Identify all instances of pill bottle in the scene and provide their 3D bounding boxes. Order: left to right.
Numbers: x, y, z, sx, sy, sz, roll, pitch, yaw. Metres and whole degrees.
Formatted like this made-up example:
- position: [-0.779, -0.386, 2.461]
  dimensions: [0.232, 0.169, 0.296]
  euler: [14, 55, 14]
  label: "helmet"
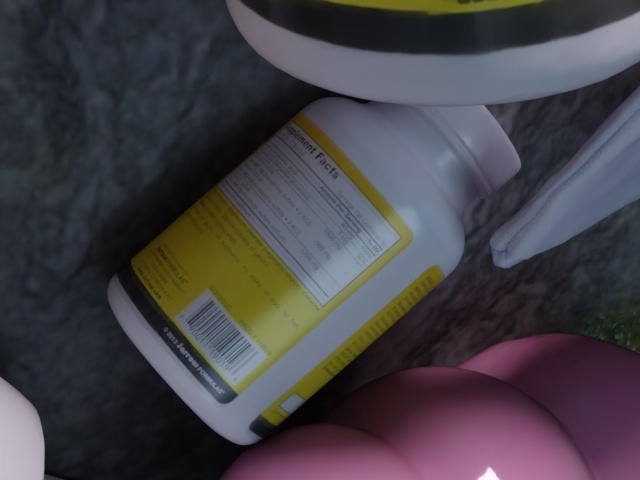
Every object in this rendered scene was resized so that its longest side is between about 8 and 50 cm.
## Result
- position: [0.000, 0.000, 0.594]
  dimensions: [0.184, 0.103, 0.103]
  euler: [-41, 135, -2]
  label: "pill bottle"
- position: [0.038, -0.225, 0.398]
  dimensions: [0.188, 0.188, 0.334]
  euler: [-23, 131, -18]
  label: "pill bottle"

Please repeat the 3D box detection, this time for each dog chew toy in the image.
- position: [0.075, 0.152, 0.666]
  dimensions: [0.331, 0.206, 0.207]
  euler: [3, 120, -43]
  label: "dog chew toy"

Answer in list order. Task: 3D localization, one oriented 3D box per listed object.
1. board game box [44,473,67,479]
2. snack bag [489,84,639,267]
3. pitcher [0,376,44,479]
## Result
- position: [-0.045, 0.220, 0.660]
  dimensions: [0.305, 0.193, 0.053]
  euler: [29, 102, -43]
  label: "board game box"
- position: [0.245, -0.118, 0.555]
  dimensions: [0.323, 0.037, 0.342]
  euler: [-24, 161, -50]
  label: "snack bag"
- position: [-0.233, 0.107, 0.519]
  dimensions: [0.207, 0.125, 0.178]
  euler: [12, 135, -28]
  label: "pitcher"
